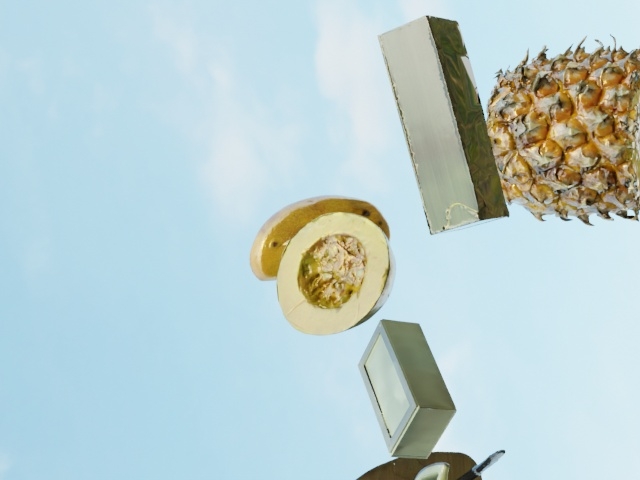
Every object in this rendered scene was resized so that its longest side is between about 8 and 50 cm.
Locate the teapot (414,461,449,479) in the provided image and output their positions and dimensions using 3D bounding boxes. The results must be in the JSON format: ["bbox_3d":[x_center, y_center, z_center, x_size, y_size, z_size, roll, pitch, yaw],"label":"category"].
[{"bbox_3d":[0.167,0.457,1.657,0.111,0.108,0.149,-5,-103,-27],"label":"teapot"}]

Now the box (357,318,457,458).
[{"bbox_3d":[0.151,0.268,1.797,0.086,0.129,0.225,9,-145,-23],"label":"box"}]

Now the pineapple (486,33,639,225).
[{"bbox_3d":[0.456,-0.199,1.796,0.352,0.300,0.352,2,-90,-70],"label":"pineapple"}]

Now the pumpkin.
[{"bbox_3d":[0.043,0.062,1.657,0.110,0.217,0.217,23,-118,-51],"label":"pumpkin"}]

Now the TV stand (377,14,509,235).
[{"bbox_3d":[0.161,-0.147,1.275,0.088,0.083,0.269,-10,-95,-56],"label":"TV stand"}]

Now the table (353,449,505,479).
[{"bbox_3d":[0.188,0.503,1.744,0.317,0.249,0.317,4,-109,-11],"label":"table"}]

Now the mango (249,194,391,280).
[{"bbox_3d":[0.003,-0.001,1.948,0.295,0.120,0.177,-10,-94,-24],"label":"mango"}]
